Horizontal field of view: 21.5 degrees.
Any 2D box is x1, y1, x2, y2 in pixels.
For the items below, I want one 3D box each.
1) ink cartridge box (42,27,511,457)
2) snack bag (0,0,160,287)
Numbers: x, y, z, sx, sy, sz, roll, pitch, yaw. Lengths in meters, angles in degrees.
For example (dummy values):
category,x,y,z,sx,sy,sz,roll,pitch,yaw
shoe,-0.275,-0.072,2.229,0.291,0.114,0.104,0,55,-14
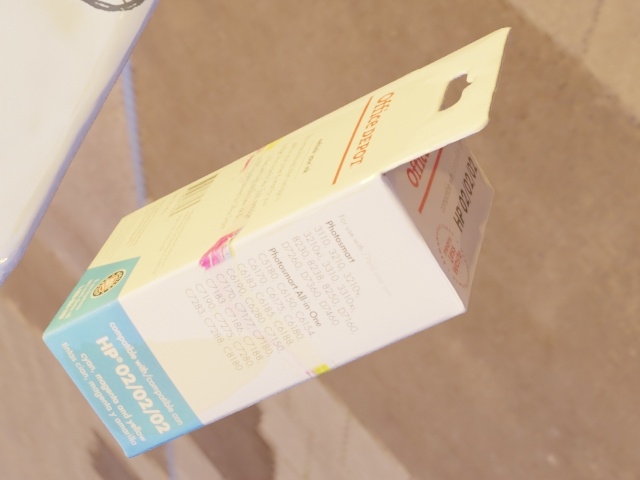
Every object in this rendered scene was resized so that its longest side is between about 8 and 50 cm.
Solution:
category,x,y,z,sx,sy,sz,roll,pitch,yaw
ink cartridge box,0.000,0.000,0.617,0.062,0.181,0.104,57,-157,-17
snack bag,-0.238,-0.194,0.939,0.323,0.343,0.037,30,178,-7
